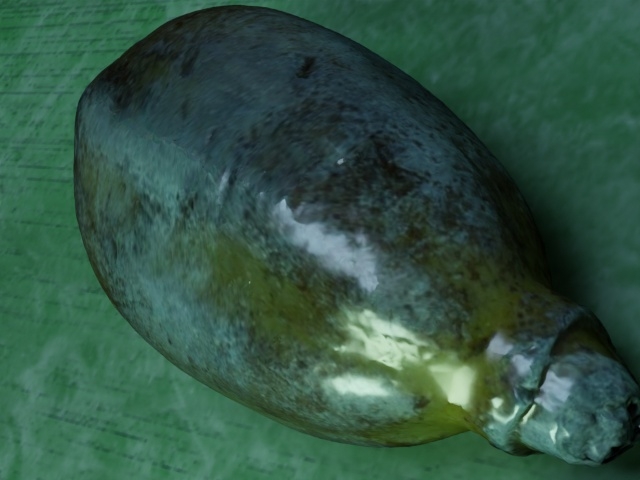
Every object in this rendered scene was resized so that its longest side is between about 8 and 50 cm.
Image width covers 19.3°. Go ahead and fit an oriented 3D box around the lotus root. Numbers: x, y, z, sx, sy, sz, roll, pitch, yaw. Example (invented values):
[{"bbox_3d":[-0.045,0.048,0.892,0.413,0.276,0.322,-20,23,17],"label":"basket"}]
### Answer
[{"bbox_3d":[0.000,0.000,0.766,0.158,0.140,0.322,-58,39,2],"label":"lotus root"}]
